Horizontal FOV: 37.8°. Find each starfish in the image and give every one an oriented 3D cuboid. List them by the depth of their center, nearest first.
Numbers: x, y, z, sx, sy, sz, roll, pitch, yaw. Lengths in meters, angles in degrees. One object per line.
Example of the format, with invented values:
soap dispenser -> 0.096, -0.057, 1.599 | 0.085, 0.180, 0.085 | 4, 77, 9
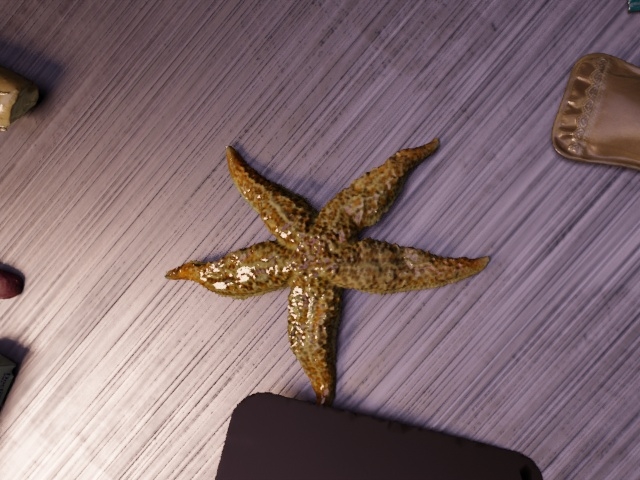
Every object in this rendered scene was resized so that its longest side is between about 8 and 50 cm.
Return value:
starfish -> 0.000, -0.002, 1.113 | 0.347, 0.078, 0.357 | 37, 94, 14

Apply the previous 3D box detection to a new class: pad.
pad -> 0.048, 0.364, 1.082 | 0.376, 0.063, 0.314 | 14, 76, 3

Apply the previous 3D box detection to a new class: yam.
yam -> -0.540, -0.238, 1.229 | 0.372, 0.083, 0.083 | 23, 92, 13

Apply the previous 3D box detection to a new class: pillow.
pillow -> 0.379, -0.129, 1.059 | 0.218, 0.033, 0.130 | 19, 90, 12

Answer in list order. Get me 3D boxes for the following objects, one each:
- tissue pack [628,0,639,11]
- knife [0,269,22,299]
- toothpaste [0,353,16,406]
tissue pack -> 0.390, -0.337, 1.073 | 0.085, 0.028, 0.138 | -6, 82, 11
knife -> -0.529, 0.046, 1.226 | 0.278, 0.053, 0.123 | 10, 95, 13
toothpaste -> -0.488, 0.285, 1.185 | 0.071, 0.089, 0.312 | 25, 93, 17
